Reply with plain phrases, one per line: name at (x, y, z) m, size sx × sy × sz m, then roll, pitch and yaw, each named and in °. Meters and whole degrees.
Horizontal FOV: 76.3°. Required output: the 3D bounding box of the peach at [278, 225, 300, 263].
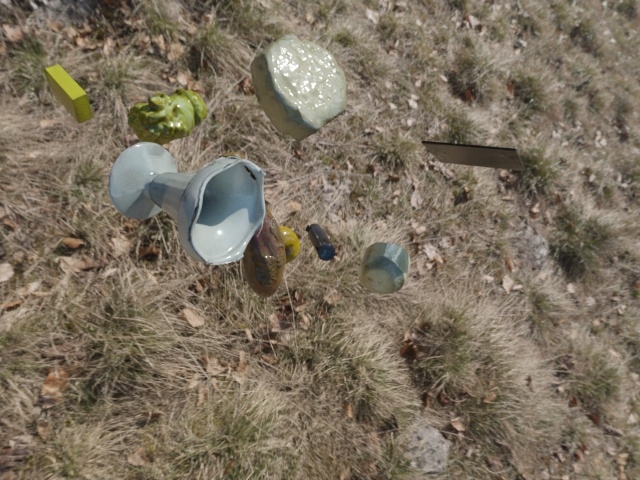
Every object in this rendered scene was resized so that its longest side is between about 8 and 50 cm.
peach at (-0.170, 0.027, 1.653) m, size 0.180 × 0.179 × 0.103 m, roll -19°, pitch 40°, yaw -11°

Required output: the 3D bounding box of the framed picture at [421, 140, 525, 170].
framed picture at (0.559, -0.307, 1.488) m, size 0.324 × 0.244 × 0.013 m, roll 15°, pitch 90°, yaw 33°

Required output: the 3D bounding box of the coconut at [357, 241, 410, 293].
coconut at (0.263, 0.104, 1.669) m, size 0.202 × 0.202 × 0.222 m, roll 26°, pitch 38°, yaw 5°

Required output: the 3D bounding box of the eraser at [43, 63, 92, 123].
eraser at (-0.684, -0.398, 1.108) m, size 0.122 × 0.097 × 0.045 m, roll 46°, pitch 60°, yaw 5°

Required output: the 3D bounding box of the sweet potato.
sweet potato at (-0.144, -0.024, 0.942) m, size 0.109 × 0.384 × 0.109 m, roll -5°, pitch 28°, yaw 3°

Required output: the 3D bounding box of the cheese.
cheese at (-0.054, -0.459, 1.232) m, size 0.318 × 0.115 × 0.325 m, roll 3°, pitch 77°, yaw -36°

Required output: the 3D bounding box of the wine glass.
wine glass at (-0.200, -0.068, 0.613) m, size 0.197 × 0.164 × 0.164 m, roll 23°, pitch 69°, yaw 23°

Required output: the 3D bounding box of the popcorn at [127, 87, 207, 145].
popcorn at (-0.574, -0.448, 1.495) m, size 0.226 × 0.173 × 0.286 m, roll -5°, pitch 29°, yaw 30°

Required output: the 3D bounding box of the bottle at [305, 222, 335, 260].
bottle at (0.000, 0.000, 1.674) m, size 0.082 × 0.244 × 0.072 m, roll 16°, pitch 110°, yaw -22°
